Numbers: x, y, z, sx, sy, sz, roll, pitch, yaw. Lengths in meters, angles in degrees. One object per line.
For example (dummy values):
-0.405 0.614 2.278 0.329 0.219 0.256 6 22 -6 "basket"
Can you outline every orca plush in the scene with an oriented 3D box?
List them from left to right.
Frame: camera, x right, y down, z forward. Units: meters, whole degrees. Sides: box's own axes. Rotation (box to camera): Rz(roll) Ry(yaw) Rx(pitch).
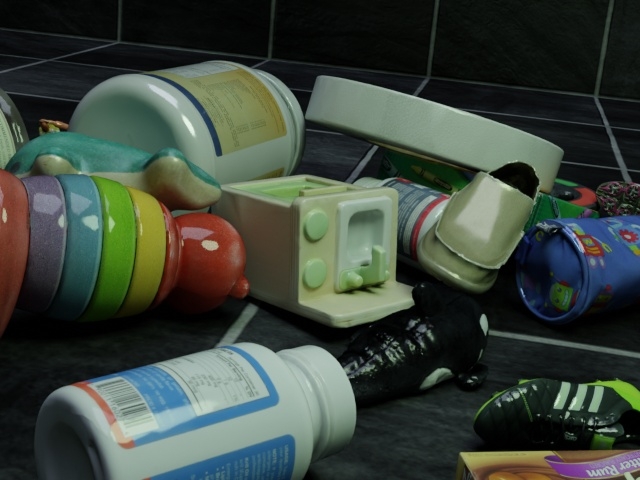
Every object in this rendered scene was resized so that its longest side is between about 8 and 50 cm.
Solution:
0.075 0.084 1.007 0.287 0.102 0.151 -7 21 -33 "orca plush"

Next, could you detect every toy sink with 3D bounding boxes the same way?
0.000 0.000 1.172 0.153 0.131 0.234 -10 18 -39 "toy sink"

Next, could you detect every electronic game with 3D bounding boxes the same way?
0.354 -0.079 1.689 0.229 0.048 0.229 5 17 -1 "electronic game"

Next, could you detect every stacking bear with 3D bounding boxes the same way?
-0.215 0.016 1.060 0.289 0.164 0.175 6 38 -31 "stacking bear"

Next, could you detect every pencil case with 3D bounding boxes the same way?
0.368 0.021 1.256 0.306 0.119 0.133 -8 43 -38 "pencil case"

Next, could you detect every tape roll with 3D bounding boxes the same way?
0.170 -0.156 1.514 0.392 0.072 0.392 18 4 -1 "tape roll"

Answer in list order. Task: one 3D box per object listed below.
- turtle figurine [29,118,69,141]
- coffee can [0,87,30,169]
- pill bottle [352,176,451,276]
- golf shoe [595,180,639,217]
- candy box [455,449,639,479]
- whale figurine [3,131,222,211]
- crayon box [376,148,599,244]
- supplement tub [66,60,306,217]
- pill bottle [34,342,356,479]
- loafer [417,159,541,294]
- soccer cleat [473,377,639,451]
-0.508 -0.147 1.597 0.270 0.087 0.217 -11 15 -19 "turtle figurine"
-0.520 -0.086 1.209 0.201 0.201 0.275 18 22 36 "coffee can"
0.115 -0.026 1.354 0.108 0.108 0.180 -9 23 -38 "pill bottle"
0.534 -0.052 1.632 0.186 0.067 0.086 18 13 4 "golf shoe"
0.204 0.205 0.750 0.187 0.053 0.109 1 18 -10 "candy box"
-0.250 -0.069 1.186 0.272 0.141 0.216 -14 -30 26 "whale figurine"
0.232 -0.050 1.440 0.278 0.081 0.165 21 6 42 "crayon box"
-0.175 -0.130 1.403 0.228 0.228 0.316 13 19 23 "supplement tub"
-0.084 0.144 0.742 0.221 0.124 0.124 -9 22 -40 "pill bottle"
0.192 -0.028 1.183 0.102 0.092 0.268 28 32 9 "loafer"
0.222 0.160 0.894 0.179 0.060 0.072 -2 32 -22 "soccer cleat"
